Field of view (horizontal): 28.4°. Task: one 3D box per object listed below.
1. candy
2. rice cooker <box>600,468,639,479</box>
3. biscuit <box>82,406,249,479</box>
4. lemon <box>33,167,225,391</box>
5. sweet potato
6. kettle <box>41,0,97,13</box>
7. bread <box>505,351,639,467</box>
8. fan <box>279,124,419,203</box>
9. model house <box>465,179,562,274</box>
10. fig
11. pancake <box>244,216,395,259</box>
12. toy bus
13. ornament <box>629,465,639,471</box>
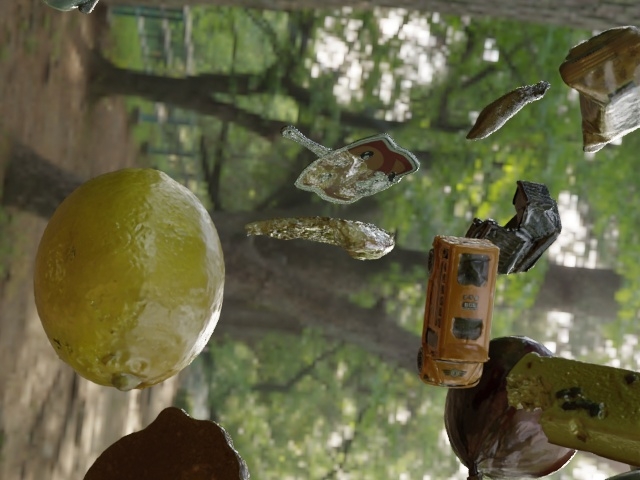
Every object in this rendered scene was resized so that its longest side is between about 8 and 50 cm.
[{"bbox_3d":[0.426,-0.212,1.817,0.101,0.143,0.271,65,8,26],"label":"candy"},{"bbox_3d":[0.486,0.481,1.896,0.224,0.267,0.267,-99,-166,-49],"label":"rice cooker"},{"bbox_3d":[-0.214,0.364,1.739,0.273,0.257,0.049,49,0,41],"label":"biscuit"},{"bbox_3d":[-0.227,0.043,1.507,0.263,0.236,0.236,60,-21,25],"label":"lemon"},{"bbox_3d":[0.274,-0.196,1.845,0.038,0.153,0.041,55,-6,9],"label":"sweet potato"},{"bbox_3d":[-0.319,-0.446,1.737,0.243,0.210,0.160,-28,-162,31],"label":"kettle"},{"bbox_3d":[0.268,0.160,1.195,0.088,0.226,0.049,-46,125,-31],"label":"bread"},{"bbox_3d":[0.020,-0.091,1.441,0.220,0.132,0.009,26,43,-53],"label":"fan"},{"bbox_3d":[0.342,-0.026,2.318,0.203,0.164,0.141,-52,-138,4],"label":"model house"},{"bbox_3d":[0.238,0.255,1.718,0.249,0.186,0.204,-38,123,-34],"label":"fig"},{"bbox_3d":[0.000,0.000,2.017,0.266,0.244,0.057,126,-34,-81],"label":"pancake"},{"bbox_3d":[0.176,0.095,1.601,0.088,0.083,0.194,-145,-121,-79],"label":"toy bus"},{"bbox_3d":[0.509,0.330,2.021,0.156,0.081,0.075,-94,-171,-58],"label":"ornament"}]
